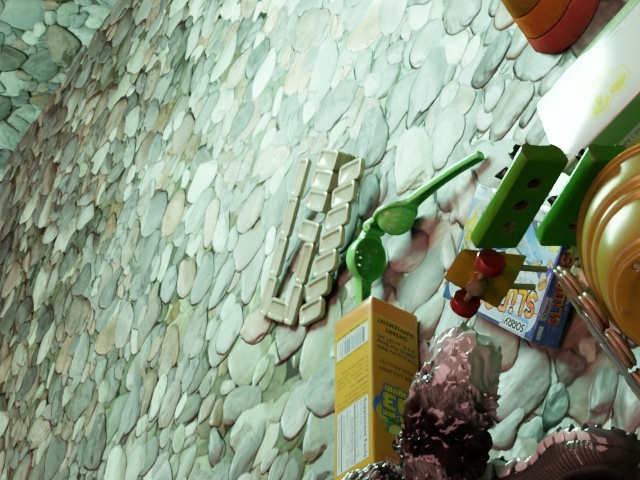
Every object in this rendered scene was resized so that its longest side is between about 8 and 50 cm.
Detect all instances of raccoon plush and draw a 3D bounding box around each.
[{"bbox_3d":[-0.024,0.275,1.435,0.216,0.299,0.446,-173,94,-76],"label":"raccoon plush"}]

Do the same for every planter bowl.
[{"bbox_3d":[0.295,0.030,1.180,0.217,0.217,0.090,-44,-1,39],"label":"planter bowl"}]

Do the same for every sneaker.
[{"bbox_3d":[0.214,0.238,1.348,0.234,0.078,0.106,-35,42,54],"label":"sneaker"}]

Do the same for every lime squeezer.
[{"bbox_3d":[0.087,0.003,1.807,0.310,0.059,0.110,-60,26,12],"label":"lime squeezer"}]

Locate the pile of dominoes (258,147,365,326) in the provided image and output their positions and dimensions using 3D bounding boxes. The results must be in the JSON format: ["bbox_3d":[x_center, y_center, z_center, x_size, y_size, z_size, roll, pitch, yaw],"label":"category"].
[{"bbox_3d":[0.000,0.000,2.024,0.196,0.040,0.251,17,92,64],"label":"pile of dominoes"}]

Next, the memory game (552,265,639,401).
[{"bbox_3d":[0.258,0.098,1.272,0.012,0.186,0.186,-35,31,3],"label":"memory game"}]

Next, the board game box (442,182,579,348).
[{"bbox_3d":[0.207,0.023,1.559,0.201,0.035,0.136,26,100,65],"label":"board game box"}]

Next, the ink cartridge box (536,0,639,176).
[{"bbox_3d":[0.307,-0.113,1.443,0.171,0.056,0.235,-49,30,30],"label":"ink cartridge box"}]

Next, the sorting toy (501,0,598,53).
[{"bbox_3d":[0.286,-0.403,1.682,0.365,0.126,0.127,-66,25,2],"label":"sorting toy"}]

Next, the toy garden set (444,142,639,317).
[{"bbox_3d":[0.236,-0.017,1.319,0.204,0.244,0.049,-65,36,42],"label":"toy garden set"}]

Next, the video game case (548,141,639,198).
[{"bbox_3d":[0.296,-0.092,1.527,0.157,0.019,0.143,-58,27,16],"label":"video game case"}]

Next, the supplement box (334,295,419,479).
[{"bbox_3d":[0.065,0.184,1.672,0.080,0.078,0.233,-38,38,40],"label":"supplement box"}]
